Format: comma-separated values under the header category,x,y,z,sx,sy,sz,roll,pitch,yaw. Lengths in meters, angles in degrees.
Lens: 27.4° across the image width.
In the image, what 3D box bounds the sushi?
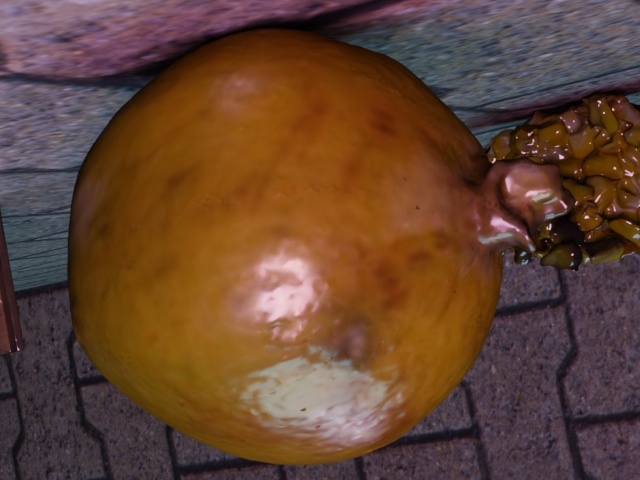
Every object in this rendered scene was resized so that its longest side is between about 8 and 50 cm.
category,x,y,z,sx,sy,sz,roll,pitch,yaw
sushi,0.257,-0.055,1.240,0.296,0.167,0.179,13,-172,39

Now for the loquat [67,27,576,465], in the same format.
category,x,y,z,sx,sy,sz,roll,pitch,yaw
loquat,0.000,0.000,0.635,0.246,0.213,0.213,-13,177,27

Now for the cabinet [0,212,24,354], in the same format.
category,x,y,z,sx,sy,sz,roll,pitch,yaw
cabinet,-0.409,0.064,1.241,0.174,0.148,0.215,-9,177,-36
